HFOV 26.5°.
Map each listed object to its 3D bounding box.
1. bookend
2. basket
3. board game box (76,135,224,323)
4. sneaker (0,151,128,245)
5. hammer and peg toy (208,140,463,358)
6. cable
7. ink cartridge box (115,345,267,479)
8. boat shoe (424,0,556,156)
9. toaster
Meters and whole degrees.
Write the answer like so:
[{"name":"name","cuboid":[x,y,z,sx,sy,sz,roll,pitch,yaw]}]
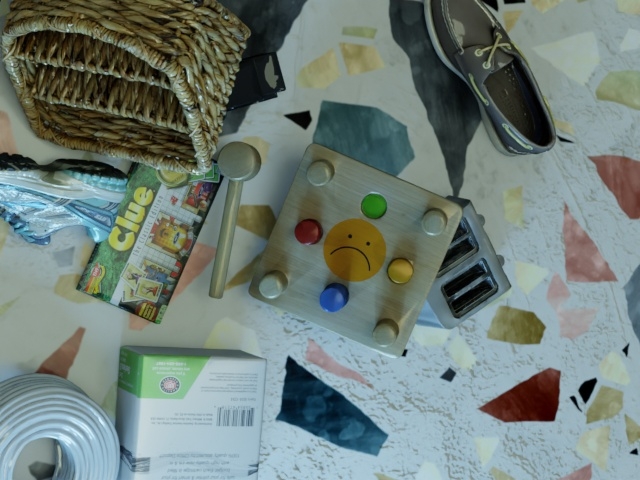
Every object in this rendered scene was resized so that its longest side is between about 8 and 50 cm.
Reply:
[{"name":"bookend","cuboid":[-0.112,-0.226,1.985,0.157,0.156,0.072,-19,101,-23]},{"name":"basket","cuboid":[-0.279,-0.232,1.808,0.213,0.299,0.223,28,78,-68]},{"name":"board game box","cuboid":[-0.246,-0.020,2.007,0.136,0.030,0.259,25,83,-22]},{"name":"sneaker","cuboid":[-0.411,-0.052,1.888,0.283,0.110,0.122,6,102,-20]},{"name":"hammer and peg toy","cuboid":[0.000,0.000,2.031,0.361,0.127,0.266,23,99,5]},{"name":"cable","cuboid":[-0.402,0.313,1.896,0.257,0.089,0.257,47,67,-34]},{"name":"ink cartridge box","cuboid":[-0.197,0.298,2.000,0.198,0.115,0.272,5,91,-24]},{"name":"boat shoe","cuboid":[0.279,-0.279,2.193,0.117,0.097,0.324,-35,107,-19]},{"name":"toaster","cuboid":[0.192,0.038,2.166,0.186,0.110,0.168,-32,105,-20]}]
